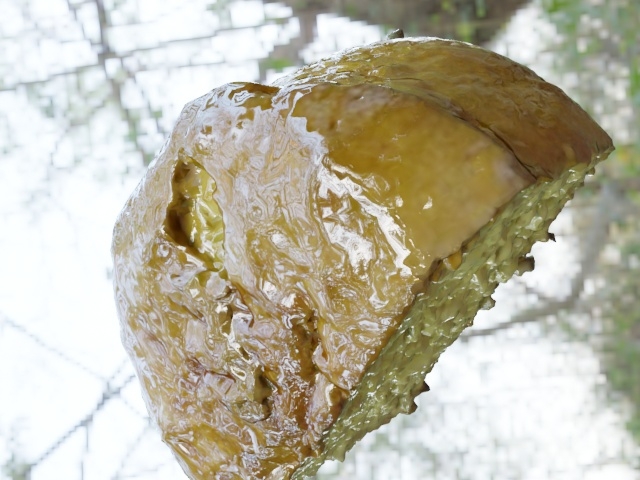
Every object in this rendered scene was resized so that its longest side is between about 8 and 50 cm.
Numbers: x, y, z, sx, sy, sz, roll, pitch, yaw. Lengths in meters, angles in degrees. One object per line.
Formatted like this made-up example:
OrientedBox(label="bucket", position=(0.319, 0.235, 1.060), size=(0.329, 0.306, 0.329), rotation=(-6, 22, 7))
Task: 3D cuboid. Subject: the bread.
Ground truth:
OrientedBox(label="bread", position=(0.000, 0.000, 1.011), size=(0.194, 0.179, 0.340), rotation=(-32, -18, -40))
